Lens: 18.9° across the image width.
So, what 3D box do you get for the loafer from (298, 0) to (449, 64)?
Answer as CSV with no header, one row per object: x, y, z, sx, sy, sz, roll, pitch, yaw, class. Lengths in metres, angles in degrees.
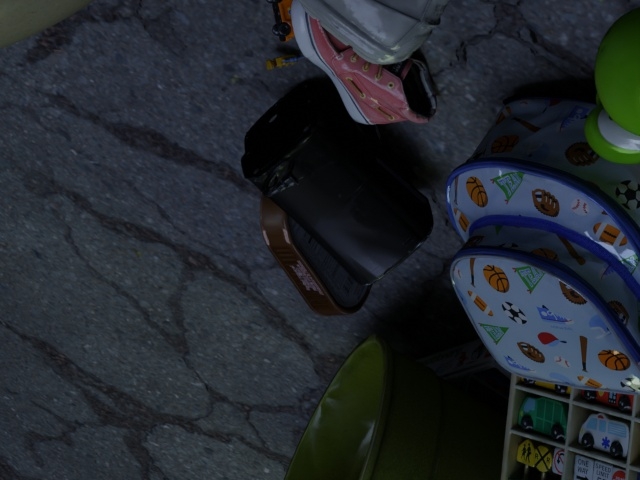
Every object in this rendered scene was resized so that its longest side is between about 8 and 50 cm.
-0.025,-0.283,1.651,0.319,0.112,0.111,36,113,-8,loafer

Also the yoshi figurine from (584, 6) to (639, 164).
0.362,-0.104,1.491,0.362,0.203,0.203,6,117,31,yoshi figurine

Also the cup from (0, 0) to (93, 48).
-0.328,-0.299,1.733,0.331,0.237,0.331,22,149,14,cup

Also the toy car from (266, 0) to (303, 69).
-0.032,-0.208,1.833,0.040,0.060,0.122,-14,170,-10,toy car

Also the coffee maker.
0.014,-0.042,1.889,0.120,0.171,0.178,-29,120,37,coffee maker

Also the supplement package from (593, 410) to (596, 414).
0.340,0.284,1.934,0.175,0.293,0.177,0,163,-32,supplement package

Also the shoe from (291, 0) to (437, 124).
0.044,-0.172,1.782,0.081,0.063,0.178,4,146,34,shoe

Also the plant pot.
0.152,0.338,2.092,0.353,0.366,0.366,23,150,-9,plant pot

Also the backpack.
0.236,0.001,1.745,0.276,0.213,0.263,0,128,44,backpack

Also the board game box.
0.258,0.227,2.190,0.305,0.053,0.193,40,149,-17,board game box

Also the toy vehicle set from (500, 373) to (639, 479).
0.278,0.191,1.837,0.035,0.166,0.267,1,-174,-36,toy vehicle set

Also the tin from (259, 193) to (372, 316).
0.000,0.000,2.027,0.040,0.106,0.189,-5,136,33,tin
